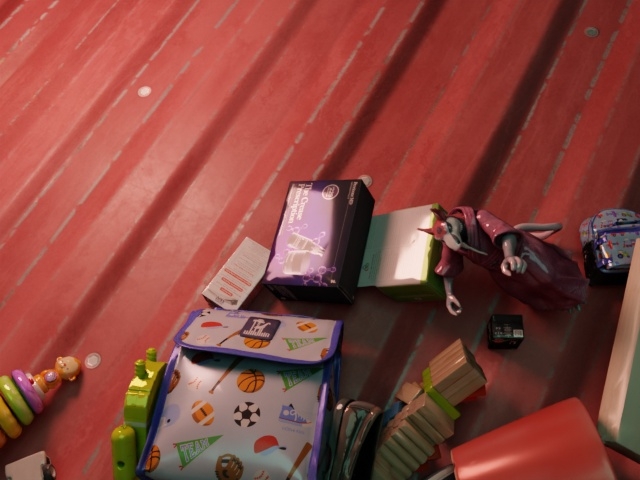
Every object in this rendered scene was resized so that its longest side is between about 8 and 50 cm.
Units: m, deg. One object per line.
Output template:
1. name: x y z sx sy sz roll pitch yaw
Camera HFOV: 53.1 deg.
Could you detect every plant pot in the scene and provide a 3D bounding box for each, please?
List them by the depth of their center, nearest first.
1. plant pot: 0.370 0.431 1.111 0.243 0.275 0.274 -17 63 9

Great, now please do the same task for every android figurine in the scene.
1. android figurine: -0.326 0.343 1.211 0.056 0.248 0.272 4 103 4

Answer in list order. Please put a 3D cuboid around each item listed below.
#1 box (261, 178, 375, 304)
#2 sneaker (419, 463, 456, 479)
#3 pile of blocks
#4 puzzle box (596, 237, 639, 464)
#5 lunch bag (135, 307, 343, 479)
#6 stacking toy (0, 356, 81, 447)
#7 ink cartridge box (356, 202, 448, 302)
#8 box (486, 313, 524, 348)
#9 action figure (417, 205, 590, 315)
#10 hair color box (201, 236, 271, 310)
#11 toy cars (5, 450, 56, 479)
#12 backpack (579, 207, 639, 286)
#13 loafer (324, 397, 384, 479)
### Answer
1. box: 0.000 0.000 1.411 0.185 0.103 0.261 2 63 24
2. sneaker: 0.198 0.532 1.166 0.226 0.086 0.163 -35 71 -16
3. pile of blocks: 0.196 0.362 1.246 0.362 0.149 0.112 -45 98 -8
4. puzzle box: 0.659 0.228 1.198 0.272 0.052 0.408 31 68 -20
5. lunch bag: -0.131 0.304 1.234 0.328 0.238 0.385 5 51 8
6. stacking toy: -0.635 0.335 1.326 0.302 0.165 0.175 -32 60 -26
7. ink cartridge box: 0.162 0.036 1.417 0.255 0.097 0.188 -9 58 40
8. box: 0.378 0.188 1.316 0.062 0.083 0.052 1 65 6
9. action figure: 0.354 0.006 1.242 0.370 0.248 0.275 28 60 -23
10. hair color box: -0.176 0.086 1.439 0.093 0.053 0.167 31 69 17
11. toy cars: -0.463 0.559 1.220 0.394 0.087 0.176 23 63 19
12. backpack: 0.640 0.003 1.366 0.159 0.116 0.173 0 61 5
13. loafer: 0.059 0.414 1.118 0.084 0.096 0.267 0 82 31
